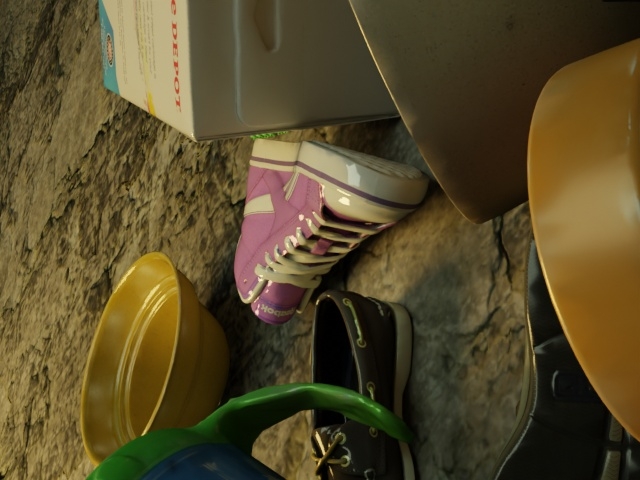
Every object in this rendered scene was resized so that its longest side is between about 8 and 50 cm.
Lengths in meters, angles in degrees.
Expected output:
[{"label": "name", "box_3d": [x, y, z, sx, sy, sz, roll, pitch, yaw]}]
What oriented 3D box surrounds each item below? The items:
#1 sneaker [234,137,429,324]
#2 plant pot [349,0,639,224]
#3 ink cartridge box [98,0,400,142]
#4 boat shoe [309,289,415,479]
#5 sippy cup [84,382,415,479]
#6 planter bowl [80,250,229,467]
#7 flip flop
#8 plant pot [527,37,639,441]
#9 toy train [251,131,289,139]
[{"label": "sneaker", "box_3d": [0.001, 0.000, 1.057, 0.282, 0.102, 0.161, -167, 91, -72]}, {"label": "plant pot", "box_3d": [0.132, -0.176, 0.783, 0.191, 0.284, 0.284, -23, 48, 15]}, {"label": "ink cartridge box", "box_3d": [-0.072, -0.217, 1.134, 0.270, 0.197, 0.198, -147, 52, -60]}, {"label": "boat shoe", "box_3d": [0.023, 0.146, 0.951, 0.081, 0.069, 0.227, -34, 46, 47]}, {"label": "sippy cup", "box_3d": [-0.033, 0.257, 0.801, 0.224, 0.240, 0.305, 11, 102, 31]}, {"label": "planter bowl", "box_3d": [-0.150, 0.126, 1.244, 0.217, 0.090, 0.217, -38, 43, 47]}, {"label": "flip flop", "box_3d": [0.153, 0.099, 0.729, 0.080, 0.112, 0.277, 4, -89, -77]}, {"label": "plant pot", "box_3d": [0.229, -0.017, 0.576, 0.188, 0.205, 0.205, -20, 56, 37]}, {"label": "toy train", "box_3d": [-0.056, -0.116, 1.288, 0.083, 0.024, 0.017, -3, 72, 59]}]
